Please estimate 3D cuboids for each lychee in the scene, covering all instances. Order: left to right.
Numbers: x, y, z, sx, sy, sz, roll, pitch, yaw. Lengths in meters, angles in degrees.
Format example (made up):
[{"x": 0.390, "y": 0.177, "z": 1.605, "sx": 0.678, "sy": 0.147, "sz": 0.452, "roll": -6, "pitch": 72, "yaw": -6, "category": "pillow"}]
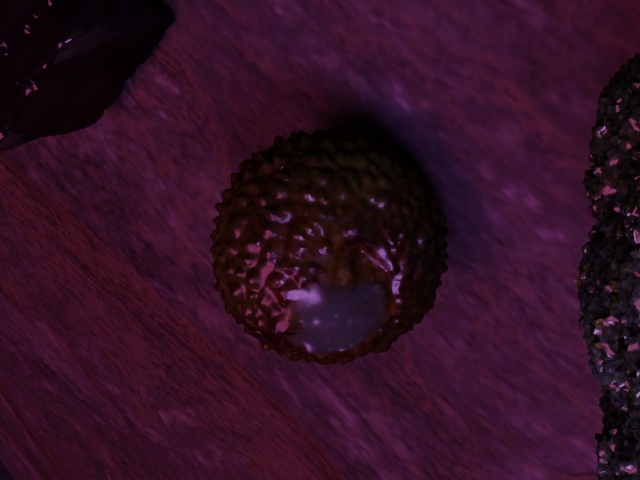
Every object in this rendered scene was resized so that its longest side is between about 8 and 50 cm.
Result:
[{"x": 0.000, "y": 0.000, "z": 0.812, "sx": 0.171, "sy": 0.171, "sz": 0.171, "roll": 37, "pitch": 148, "yaw": 27, "category": "lychee"}]

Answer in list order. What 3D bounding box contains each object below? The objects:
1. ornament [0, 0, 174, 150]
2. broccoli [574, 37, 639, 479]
[{"x": -0.252, "y": -0.224, "z": 0.997, "sx": 0.251, "sy": 0.106, "sz": 0.260, "roll": -32, "pitch": 86, "yaw": 55, "category": "ornament"}, {"x": 0.201, "y": 0.009, "z": 0.443, "sx": 0.242, "sy": 0.269, "sz": 0.261, "roll": 29, "pitch": -156, "yaw": -29, "category": "broccoli"}]
